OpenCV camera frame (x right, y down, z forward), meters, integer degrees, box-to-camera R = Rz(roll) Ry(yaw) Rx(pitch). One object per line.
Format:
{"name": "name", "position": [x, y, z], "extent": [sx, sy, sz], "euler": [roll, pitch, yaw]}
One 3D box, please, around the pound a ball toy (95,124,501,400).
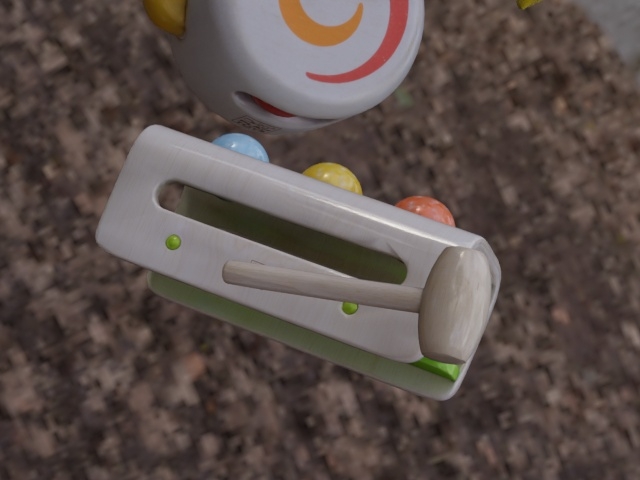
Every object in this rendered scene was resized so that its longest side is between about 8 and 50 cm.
{"name": "pound a ball toy", "position": [0.000, 0.000, 1.365], "extent": [0.135, 0.319, 0.208], "euler": [-67, 159, -11]}

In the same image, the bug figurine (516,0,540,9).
{"name": "bug figurine", "position": [0.135, -0.206, 0.583], "extent": [0.072, 0.279, 0.216], "euler": [41, 25, 9]}

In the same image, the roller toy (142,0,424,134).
{"name": "roller toy", "position": [-0.026, -0.186, 1.580], "extent": [0.209, 0.146, 0.191], "euler": [-31, 98, -24]}
